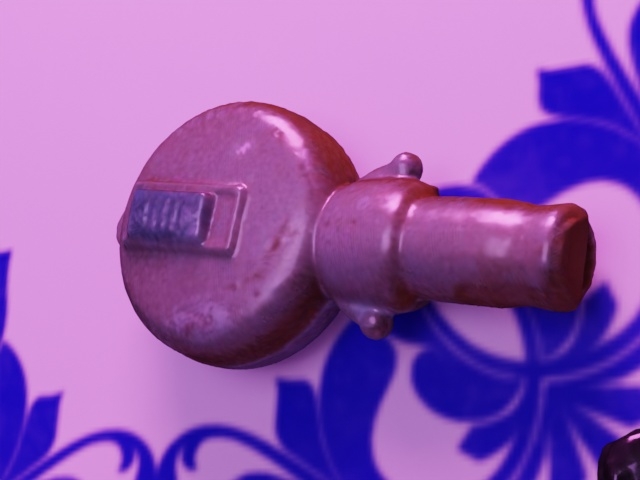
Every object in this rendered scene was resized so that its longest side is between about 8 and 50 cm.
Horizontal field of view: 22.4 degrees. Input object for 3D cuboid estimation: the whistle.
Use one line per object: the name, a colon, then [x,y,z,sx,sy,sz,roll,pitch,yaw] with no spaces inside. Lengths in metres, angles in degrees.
whistle: [0.000,0.000,0.619,0.220,0.057,0.107,5,78,36]

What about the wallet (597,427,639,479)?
wallet: [0.194,0.093,0.382,0.244,0.025,0.124,-7,87,4]
